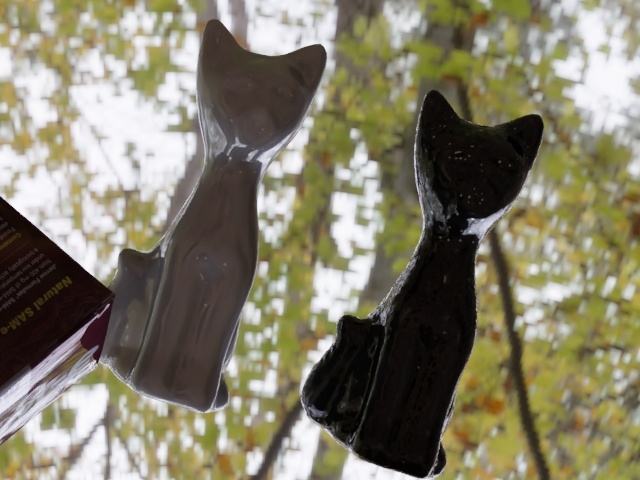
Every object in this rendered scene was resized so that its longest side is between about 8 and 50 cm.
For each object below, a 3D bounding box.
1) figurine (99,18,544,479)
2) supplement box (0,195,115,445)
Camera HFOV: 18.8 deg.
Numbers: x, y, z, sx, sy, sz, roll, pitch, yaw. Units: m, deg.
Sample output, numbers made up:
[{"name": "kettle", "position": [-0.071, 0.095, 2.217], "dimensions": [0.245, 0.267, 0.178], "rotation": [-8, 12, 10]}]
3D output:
[{"name": "figurine", "position": [0.000, 0.000, 1.066], "dimensions": [0.215, 0.092, 0.209], "rotation": [18, -85, -14]}, {"name": "supplement box", "position": [-0.236, 0.007, 0.980], "dimensions": [0.239, 0.073, 0.130], "rotation": [40, -125, 15]}]
